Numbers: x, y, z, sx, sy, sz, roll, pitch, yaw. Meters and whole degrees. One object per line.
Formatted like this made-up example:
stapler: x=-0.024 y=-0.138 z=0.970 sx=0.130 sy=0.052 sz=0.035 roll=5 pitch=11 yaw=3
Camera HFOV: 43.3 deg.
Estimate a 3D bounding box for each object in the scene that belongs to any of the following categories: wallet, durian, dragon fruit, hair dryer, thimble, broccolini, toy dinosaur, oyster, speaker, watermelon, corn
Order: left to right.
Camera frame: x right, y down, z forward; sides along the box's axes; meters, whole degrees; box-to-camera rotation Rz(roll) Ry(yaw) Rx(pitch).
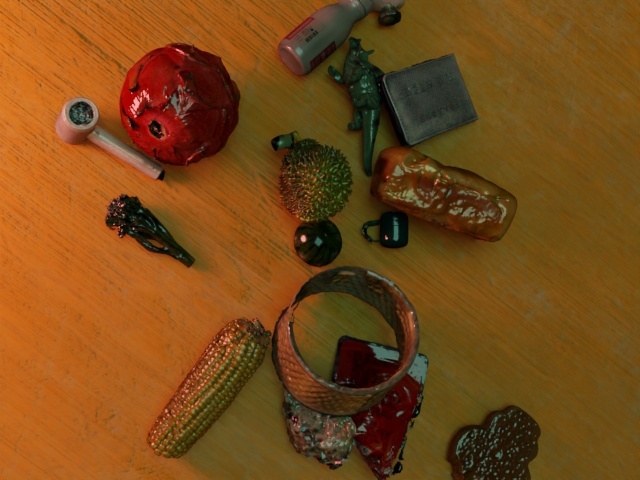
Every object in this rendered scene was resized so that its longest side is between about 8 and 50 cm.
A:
hair dryer: x=-0.406 y=-0.186 z=1.588 sx=0.236 sy=0.131 sz=0.073 roll=36 pitch=73 yaw=-18
broccolini: x=-0.332 y=-0.020 z=1.597 sx=0.202 sy=0.068 sz=0.091 roll=30 pitch=58 yaw=-6
dragon fruit: x=-0.269 y=-0.262 z=1.560 sx=0.241 sy=0.241 sz=0.252 roll=25 pitch=60 yaw=-7
corn: x=-0.210 y=0.280 z=1.550 sx=0.115 sy=0.115 sz=0.318 roll=37 pitch=78 yaw=-4
oyster: x=-0.012 y=0.364 z=1.585 sx=0.177 sy=0.064 sz=0.125 roll=22 pitch=79 yaw=20
durian: x=-0.012 y=-0.121 z=1.630 sx=0.146 sy=0.198 sz=0.159 roll=-9 pitch=127 yaw=-14
watermelon: x=0.000 y=0.000 z=1.661 sx=0.105 sy=0.062 sz=0.106 roll=4 pitch=79 yaw=-20
thimble: x=0.045 y=0.192 z=1.560 sx=0.270 sy=0.150 sz=0.271 roll=6 pitch=62 yaw=-12
toy dinosaur: x=0.080 y=-0.292 z=1.707 sx=0.120 sy=0.079 sz=0.292 roll=10 pitch=77 yaw=-32
speaker: x=0.139 y=-0.021 z=1.703 sx=0.094 sy=0.060 sz=0.075 roll=-2 pitch=80 yaw=24
wallet: x=0.232 y=-0.302 z=1.738 sx=0.222 sy=0.036 sz=0.167 roll=-23 pitch=93 yaw=-28

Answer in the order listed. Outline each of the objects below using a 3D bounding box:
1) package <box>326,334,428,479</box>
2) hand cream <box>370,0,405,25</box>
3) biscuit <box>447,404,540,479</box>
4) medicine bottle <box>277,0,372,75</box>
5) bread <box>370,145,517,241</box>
package: x=0.104 y=0.339 z=1.626 sx=0.194 sy=0.071 sz=0.269 roll=17 pitch=78 yaw=-8
hand cream: x=0.129 y=-0.638 z=1.790 sx=0.121 sy=0.076 sz=0.336 roll=-4 pitch=76 yaw=-14
biscuit: x=0.343 y=0.492 z=1.665 sx=0.183 sy=0.047 sz=0.320 roll=16 pitch=79 yaw=-6
medicine bottle: x=0.013 y=-0.447 z=1.717 sx=0.216 sy=0.090 sz=0.090 roll=-43 pitch=92 yaw=-15
bread: x=0.250 y=-0.097 z=1.677 sx=0.294 sy=0.167 sz=0.132 roll=23 pitch=101 yaw=-9
